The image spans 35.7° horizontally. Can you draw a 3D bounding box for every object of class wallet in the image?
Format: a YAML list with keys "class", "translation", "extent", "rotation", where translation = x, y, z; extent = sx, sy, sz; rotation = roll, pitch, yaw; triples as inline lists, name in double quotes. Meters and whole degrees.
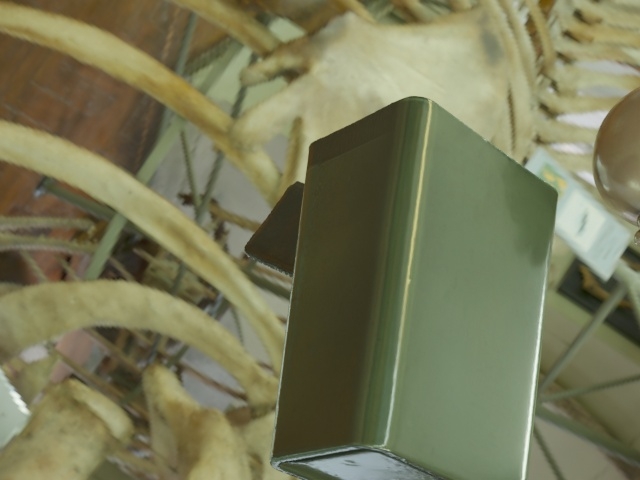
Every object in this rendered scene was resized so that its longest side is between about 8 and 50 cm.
- class: "wallet"
  translation: [0.000, 0.000, 1.271]
  extent: [0.124, 0.244, 0.025]
  rotation: [-53, 129, -10]

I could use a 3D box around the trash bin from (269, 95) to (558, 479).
- class: "trash bin"
  translation: [0.064, 0.051, 0.676]
  extent: [0.122, 0.164, 0.241]
  rotation: [-22, -132, 44]

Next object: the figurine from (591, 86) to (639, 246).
- class: "figurine"
  translation: [0.270, -0.064, 0.759]
  extent: [0.125, 0.125, 0.138]
  rotation: [87, 17, -75]
